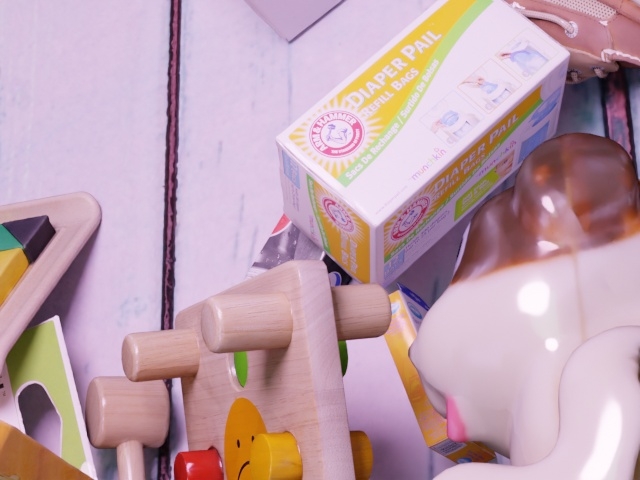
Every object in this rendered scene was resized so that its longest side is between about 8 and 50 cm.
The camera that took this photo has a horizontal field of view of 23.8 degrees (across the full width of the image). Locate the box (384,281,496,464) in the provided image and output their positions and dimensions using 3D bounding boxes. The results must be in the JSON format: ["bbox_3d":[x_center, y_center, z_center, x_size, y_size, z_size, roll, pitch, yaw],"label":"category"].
[{"bbox_3d":[0.080,0.096,1.113,0.028,0.081,0.136,-31,59,14],"label":"box"}]

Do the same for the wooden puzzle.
[{"bbox_3d":[-0.323,0.045,1.307,0.220,0.044,0.239,-9,35,24],"label":"wooden puzzle"}]

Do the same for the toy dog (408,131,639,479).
[{"bbox_3d":[0.227,0.115,0.918,0.395,0.284,0.408,-41,56,-3],"label":"toy dog"}]

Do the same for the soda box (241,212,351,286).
[{"bbox_3d":[0.000,0.000,1.210,0.060,0.053,0.169,28,84,33],"label":"soda box"}]

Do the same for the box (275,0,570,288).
[{"bbox_3d":[0.075,-0.077,1.119,0.203,0.114,0.103,-42,68,-17],"label":"box"}]

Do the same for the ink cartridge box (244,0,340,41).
[{"bbox_3d":[-0.049,-0.331,1.299,0.171,0.168,0.233,-37,58,9],"label":"ink cartridge box"}]

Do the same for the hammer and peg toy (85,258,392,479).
[{"bbox_3d":[-0.057,0.172,1.086,0.361,0.127,0.266,153,111,-64],"label":"hammer and peg toy"}]

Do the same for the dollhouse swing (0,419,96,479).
[{"bbox_3d":[-0.355,0.209,1.022,0.305,0.347,0.315,31,77,26],"label":"dollhouse swing"}]

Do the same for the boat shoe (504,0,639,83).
[{"bbox_3d":[0.205,-0.178,1.154,0.324,0.123,0.116,37,124,27],"label":"boat shoe"}]

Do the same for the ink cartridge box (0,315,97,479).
[{"bbox_3d":[-0.296,0.203,1.260,0.255,0.097,0.189,-22,61,6],"label":"ink cartridge box"}]
